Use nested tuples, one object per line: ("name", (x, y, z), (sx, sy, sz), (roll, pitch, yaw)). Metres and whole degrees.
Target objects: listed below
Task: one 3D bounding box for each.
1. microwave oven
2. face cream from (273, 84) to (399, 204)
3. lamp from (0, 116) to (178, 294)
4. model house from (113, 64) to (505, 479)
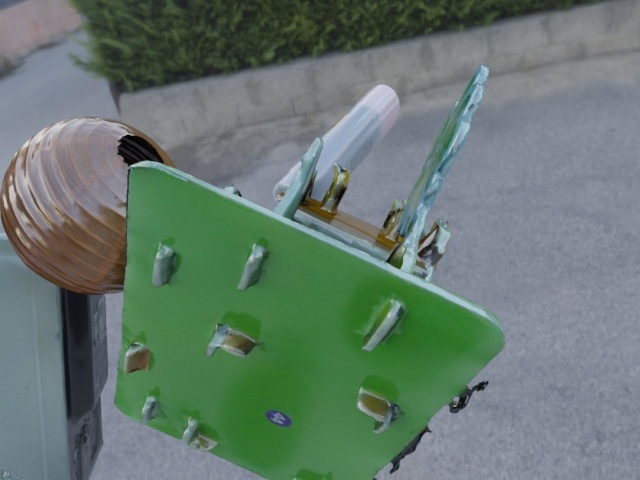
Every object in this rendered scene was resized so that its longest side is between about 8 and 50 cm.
("microwave oven", (-0.351, 0.121, 0.638), (0.237, 0.295, 0.181), (0, 11, -9))
("face cream", (0.023, -0.109, 0.743), (0.057, 0.084, 0.198), (37, 63, 7))
("lamp", (-0.168, -0.026, 0.461), (0.136, 0.136, 0.136), (-9, 33, 6))
("model house", (0.000, 0.000, 0.521), (0.242, 0.358, 0.313), (21, 48, 0))
